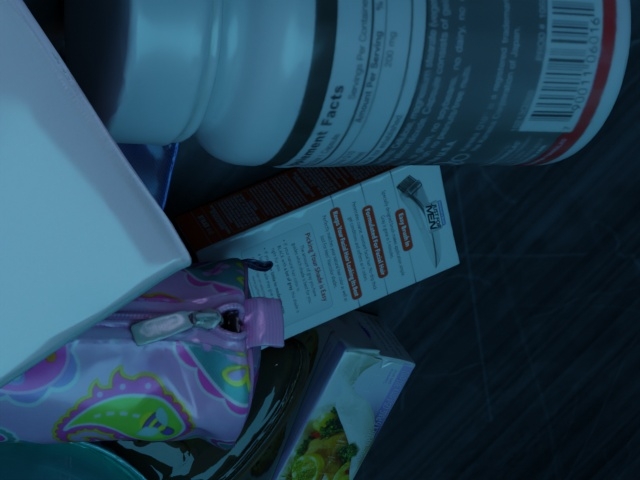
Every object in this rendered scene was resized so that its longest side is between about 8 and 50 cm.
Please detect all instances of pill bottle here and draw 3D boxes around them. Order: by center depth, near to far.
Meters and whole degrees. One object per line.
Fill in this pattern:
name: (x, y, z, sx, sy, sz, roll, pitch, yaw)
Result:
pill bottle: (0.012, -0.121, 0.776, 0.283, 0.161, 0.161, -1, 120, -24)

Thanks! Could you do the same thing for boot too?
boot: (-0.112, 0.124, 0.919, 0.219, 0.082, 0.106, -42, 131, 6)

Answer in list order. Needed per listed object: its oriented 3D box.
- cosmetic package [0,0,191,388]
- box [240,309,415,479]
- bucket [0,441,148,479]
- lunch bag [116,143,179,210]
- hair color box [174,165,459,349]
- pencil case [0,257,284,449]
cosmetic package: (-0.265, 0.040, 0.601, 0.385, 0.217, 0.156, -32, 105, -7)
box: (-0.038, 0.196, 1.009, 0.063, 0.067, 0.324, 15, 113, -31)
bucket: (-0.209, 0.248, 0.843, 0.281, 0.183, 0.281, -2, 128, -2)
lunch bag: (-0.131, -0.050, 0.813, 0.098, 0.065, 0.067, 12, 98, -29)
hair color box: (0.000, 0.000, 0.914, 0.167, 0.053, 0.093, -22, 125, -10)
pencil case: (-0.168, 0.056, 0.793, 0.284, 0.124, 0.124, 5, 118, -12)
